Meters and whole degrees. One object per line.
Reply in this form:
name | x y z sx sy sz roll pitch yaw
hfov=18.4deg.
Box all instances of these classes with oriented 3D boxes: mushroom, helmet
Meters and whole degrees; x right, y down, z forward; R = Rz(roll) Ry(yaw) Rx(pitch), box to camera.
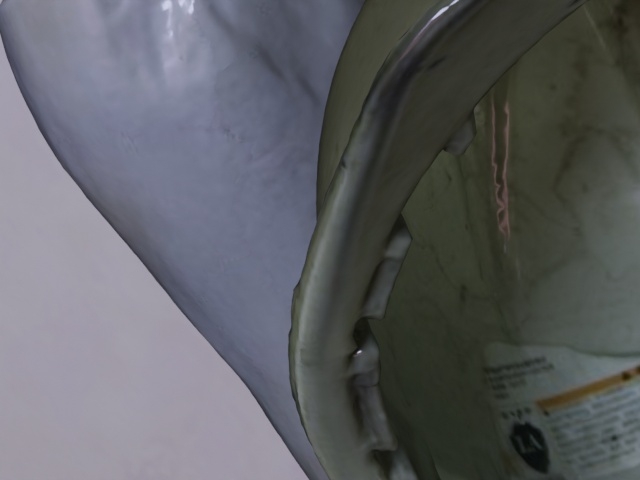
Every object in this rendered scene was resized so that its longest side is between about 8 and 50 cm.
mushroom | 0.000 0.000 0.588 0.103 0.118 0.270 -28 111 7
helmet | 0.075 -0.036 0.477 0.257 0.204 0.137 82 169 -49
